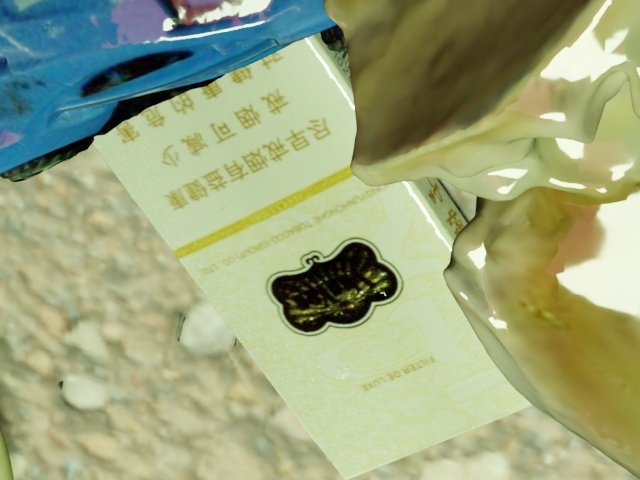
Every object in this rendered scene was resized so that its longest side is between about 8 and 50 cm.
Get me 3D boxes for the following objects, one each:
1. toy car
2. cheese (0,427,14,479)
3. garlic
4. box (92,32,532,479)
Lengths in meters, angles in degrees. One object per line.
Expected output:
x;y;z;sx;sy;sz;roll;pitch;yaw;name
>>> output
-0.055;-0.084;0.539;0.216;0.063;0.103;-20;96;27;toy car
-0.154;0.044;0.646;0.127;0.050;0.235;32;145;6;cheese
0.179;-0.033;0.460;0.325;0.132;0.279;25;125;-21;garlic
0.000;0.000;0.615;0.090;0.024;0.167;-25;112;27;box
